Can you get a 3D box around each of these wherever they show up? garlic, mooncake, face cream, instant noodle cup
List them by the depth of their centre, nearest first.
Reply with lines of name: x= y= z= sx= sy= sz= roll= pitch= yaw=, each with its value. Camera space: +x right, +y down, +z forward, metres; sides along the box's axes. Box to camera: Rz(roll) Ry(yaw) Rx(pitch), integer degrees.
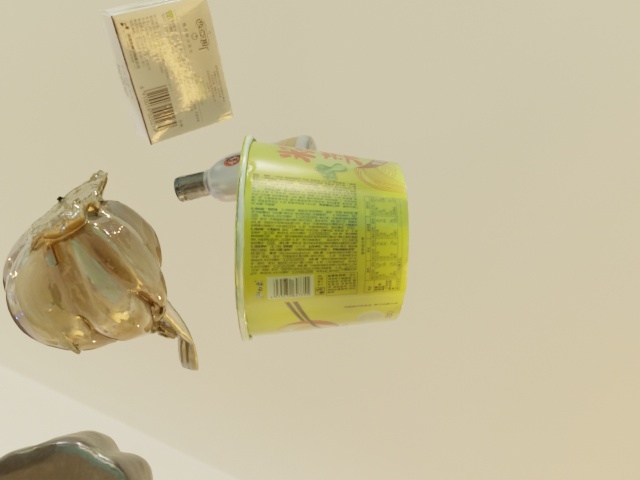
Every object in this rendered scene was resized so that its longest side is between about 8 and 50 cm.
garlic: x=-0.177 y=0.047 z=0.499 sx=0.127 sy=0.131 sz=0.194 roll=-35 pitch=-56 yaw=3
instant noodle cup: x=0.000 y=0.000 z=0.854 sx=0.221 sy=0.311 sz=0.312 roll=2 pitch=-88 yaw=-2
mooncake: x=-0.380 y=0.445 z=0.866 sx=0.305 sy=0.154 sz=0.306 roll=0 pitch=-102 yaw=2
face cream: x=-0.150 y=-0.133 z=1.151 sx=0.291 sy=0.144 sz=0.071 roll=-11 pitch=-54 yaw=16

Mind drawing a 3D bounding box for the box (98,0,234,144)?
box: x=-0.306 y=-0.351 z=1.183 sx=0.194 sy=0.111 sz=0.261 roll=-24 pitch=-58 yaw=-25
